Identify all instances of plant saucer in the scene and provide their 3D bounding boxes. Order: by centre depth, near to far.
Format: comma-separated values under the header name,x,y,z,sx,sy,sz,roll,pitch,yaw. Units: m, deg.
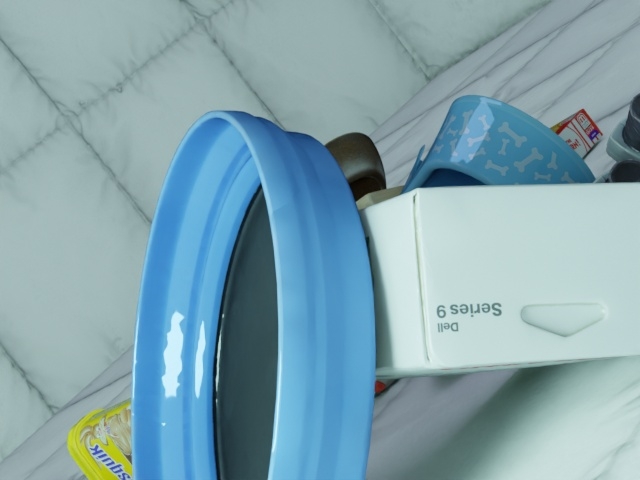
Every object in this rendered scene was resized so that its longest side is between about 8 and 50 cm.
name,x,y,z,sx,sy,sz,roll,pitch,yaw
plant saucer,0.000,0.000,2.242,0.310,0.050,0.310,-44,-25,-28

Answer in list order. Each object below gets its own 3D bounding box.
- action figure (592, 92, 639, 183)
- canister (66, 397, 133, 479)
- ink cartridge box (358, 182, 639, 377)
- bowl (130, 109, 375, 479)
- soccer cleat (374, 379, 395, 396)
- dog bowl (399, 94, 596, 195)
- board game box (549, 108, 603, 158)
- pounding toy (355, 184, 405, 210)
name,x,y,z,sx,sy,sz,roll,pitch,yaw
action figure,0.231,-0.008,1.375,0.185,0.099,0.285,-48,-5,-21
canister,-0.206,0.240,1.913,0.170,0.126,0.073,-28,11,49
ink cartridge box,0.110,0.036,1.199,0.211,0.121,0.289,-3,-6,-21
bowl,-0.058,0.101,1.214,0.077,0.391,0.391,4,-9,-20
soccer cleat,0.006,0.148,1.635,0.196,0.068,0.076,-41,12,0
dog bowl,0.159,-0.036,1.598,0.074,0.166,0.297,-53,-1,-17
board game box,0.237,-0.073,2.014,0.193,0.045,0.147,-32,9,47
pounding toy,0.110,-0.020,2.141,0.206,0.094,0.181,-36,-11,30
